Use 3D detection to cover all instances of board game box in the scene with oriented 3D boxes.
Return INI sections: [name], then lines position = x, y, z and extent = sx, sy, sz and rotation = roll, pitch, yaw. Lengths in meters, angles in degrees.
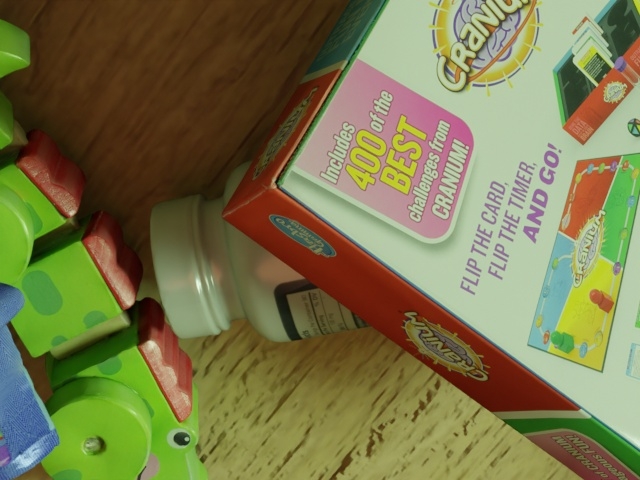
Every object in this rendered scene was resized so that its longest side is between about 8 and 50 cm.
[board game box]
position = 0.139, -0.022, 0.815
extent = 0.316, 0.242, 0.064
rotation = 37, 153, -14

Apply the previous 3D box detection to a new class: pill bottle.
[pill bottle]
position = 0.000, 0.000, 0.883
extent = 0.180, 0.108, 0.108
rotation = -10, 113, 5

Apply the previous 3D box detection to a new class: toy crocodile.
[toy crocodile]
position = -0.142, 0.032, 0.893
extent = 0.105, 0.115, 0.340
rotation = -25, 111, 7

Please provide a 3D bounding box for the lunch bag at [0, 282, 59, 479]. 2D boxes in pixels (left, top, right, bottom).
[lunch bag]
position = -0.284, 0.033, 0.813
extent = 0.293, 0.138, 0.221
rotation = 0, 124, 28
